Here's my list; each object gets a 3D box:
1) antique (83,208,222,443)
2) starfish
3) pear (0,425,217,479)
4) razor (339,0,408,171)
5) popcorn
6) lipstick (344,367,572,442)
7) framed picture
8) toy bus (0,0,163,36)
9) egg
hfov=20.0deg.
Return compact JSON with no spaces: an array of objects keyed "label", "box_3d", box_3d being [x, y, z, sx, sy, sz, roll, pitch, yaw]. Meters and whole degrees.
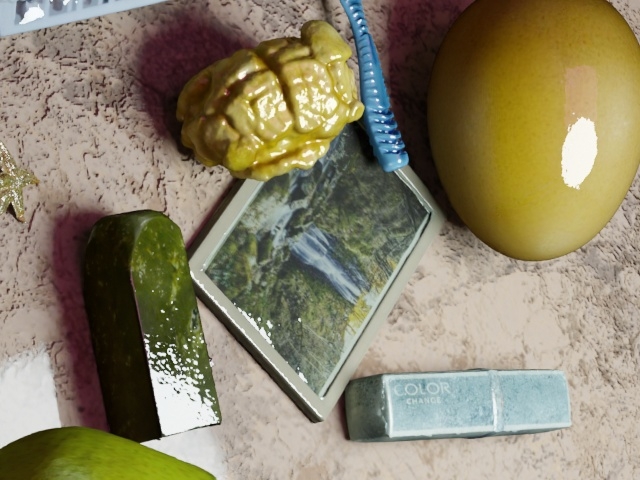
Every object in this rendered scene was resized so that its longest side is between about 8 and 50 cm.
[{"label":"antique","box_3d":[-0.168,0.080,1.737,0.080,0.081,0.221,-10,86,-45]},{"label":"starfish","box_3d":[-0.286,-0.056,1.690,0.086,0.016,0.092,-51,134,-59]},{"label":"pear","box_3d":[-0.226,0.275,1.510,0.238,0.342,0.318,29,36,-4]},{"label":"razor","box_3d":[0.045,-0.198,1.999,0.082,0.042,0.253,-11,82,-49]},{"label":"popcorn","box_3d":[-0.039,-0.138,1.846,0.194,0.163,0.140,-23,96,-43]},{"label":"lipstick","box_3d":[0.153,0.180,2.003,0.289,0.076,0.077,3,80,-42]},{"label":"framed picture","box_3d":[0.000,0.000,1.947,0.240,0.020,0.324,50,52,-22]},{"label":"toy bus","box_3d":[-0.209,-0.292,1.757,0.329,0.109,0.136,-21,121,-42]},{"label":"egg","box_3d":[0.244,-0.136,2.043,0.250,0.250,0.322,8,81,-41]}]
